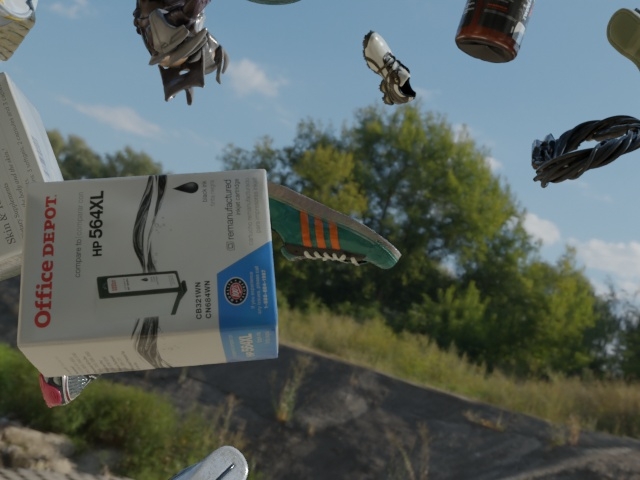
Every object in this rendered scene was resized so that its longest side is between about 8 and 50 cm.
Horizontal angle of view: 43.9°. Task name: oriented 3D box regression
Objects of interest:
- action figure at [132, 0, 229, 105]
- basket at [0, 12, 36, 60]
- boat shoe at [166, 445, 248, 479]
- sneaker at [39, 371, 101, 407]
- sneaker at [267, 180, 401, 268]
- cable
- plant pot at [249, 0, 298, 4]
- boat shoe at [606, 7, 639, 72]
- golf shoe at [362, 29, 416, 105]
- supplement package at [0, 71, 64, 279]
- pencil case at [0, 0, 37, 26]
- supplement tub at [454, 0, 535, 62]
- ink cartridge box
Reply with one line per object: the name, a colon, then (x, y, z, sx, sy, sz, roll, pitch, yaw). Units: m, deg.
action figure: (-0.144, -0.231, 0.639, 0.285, 0.099, 0.185, 55, 5, -49)
basket: (-0.541, -0.370, 1.241, 0.113, 0.103, 0.167, -41, -34, 27)
boat shoe: (-0.264, 0.490, 1.397, 0.121, 0.335, 0.119, 55, -46, 9)
sneaker: (-0.323, 0.142, 1.221, 0.111, 0.299, 0.121, 14, -56, 14)
sneaker: (0.000, 0.000, 1.500, 0.302, 0.121, 0.108, 25, -4, 16)
cable: (0.341, -0.113, 1.004, 0.150, 0.047, 0.184, -13, 14, 18)
plant pot: (-0.077, -0.501, 1.289, 0.290, 0.196, 0.290, 2, -7, 0)
boat shoe: (0.520, -0.269, 1.196, 0.068, 0.228, 0.081, 0, -40, -27)
golf shoe: (0.169, -0.411, 1.879, 0.093, 0.077, 0.198, 11, -37, 46)
supplement package: (-0.444, -0.042, 0.935, 0.262, 0.199, 0.198, -20, -1, -10)
pencil case: (-0.525, -0.319, 1.091, 0.273, 0.114, 0.124, -15, -49, 21)
supplement tub: (0.290, -0.391, 1.259, 0.106, 0.198, 0.106, 19, -3, 1)
ink cartridge box: (-0.141, 0.027, 0.671, 0.203, 0.148, 0.086, -4, -25, -5)
